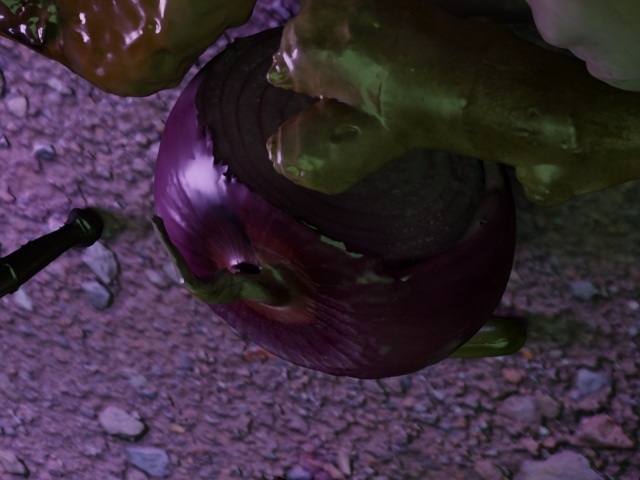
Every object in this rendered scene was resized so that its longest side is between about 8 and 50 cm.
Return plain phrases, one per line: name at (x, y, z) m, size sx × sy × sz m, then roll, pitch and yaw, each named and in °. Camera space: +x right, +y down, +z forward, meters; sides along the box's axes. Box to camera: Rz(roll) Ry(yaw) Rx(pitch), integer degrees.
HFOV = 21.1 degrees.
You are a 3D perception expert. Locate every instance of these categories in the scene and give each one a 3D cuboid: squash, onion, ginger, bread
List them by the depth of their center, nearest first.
ginger at (0.121, -0.074, 0.880) m, size 0.299 × 0.065 × 0.118 m, roll 4°, pitch 95°, yaw -1°
bread at (-0.127, -0.196, 0.927) m, size 0.244 × 0.134 × 0.244 m, roll 16°, pitch 133°, yaw 18°
onion at (0.006, -0.010, 0.984) m, size 0.207 × 0.200 × 0.200 m, roll 7°, pitch 130°, yaw 1°
squash at (0.091, 0.061, 1.088) m, size 0.083 × 0.027 × 0.027 m, roll 0°, pitch 125°, yaw 26°

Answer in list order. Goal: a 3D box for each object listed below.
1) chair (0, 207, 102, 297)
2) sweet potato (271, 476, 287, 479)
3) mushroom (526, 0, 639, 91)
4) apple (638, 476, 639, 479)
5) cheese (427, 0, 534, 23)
chair at (-0.449, 0.018, 1.065) m, size 0.365 × 0.410 × 0.362 m, roll -18°, pitch 116°, yaw 35°
sweet potato at (0.004, 0.315, 1.274) m, size 0.112 × 0.112 × 0.359 m, roll 3°, pitch 126°, yaw 25°
mushroom at (0.111, -0.273, 0.717) m, size 0.314 × 0.224 × 0.397 m, roll -32°, pitch 113°, yaw 23°
apple at (0.332, 0.252, 0.848) m, size 0.474 × 0.473 × 0.473 m, roll 14°, pitch 130°, yaw 17°
cheese at (0.122, -0.147, 0.898) m, size 0.194 × 0.043 × 0.065 m, roll -1°, pitch 126°, yaw 28°
